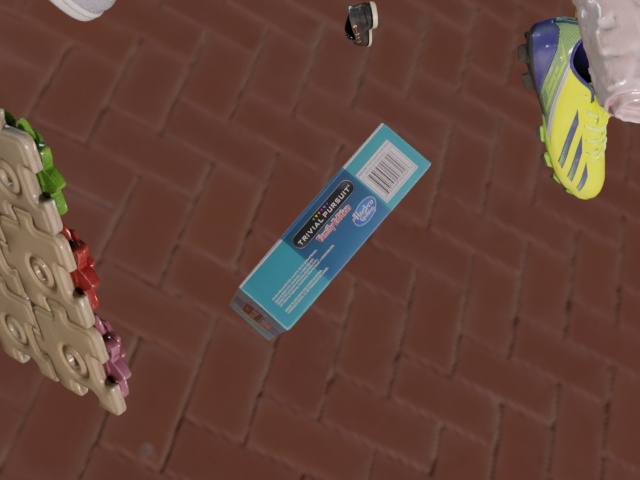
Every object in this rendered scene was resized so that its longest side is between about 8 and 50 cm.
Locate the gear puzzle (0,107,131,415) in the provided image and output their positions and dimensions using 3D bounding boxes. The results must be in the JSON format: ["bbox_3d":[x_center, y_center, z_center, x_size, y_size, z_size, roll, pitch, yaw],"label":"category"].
[{"bbox_3d":[-0.224,-0.038,0.993,0.175,0.339,0.044,19,43,42],"label":"gear puzzle"}]

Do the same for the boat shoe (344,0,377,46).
[{"bbox_3d":[0.053,-0.298,1.905,0.042,0.133,0.049,-11,84,-3],"label":"boat shoe"}]

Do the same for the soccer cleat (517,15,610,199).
[{"bbox_3d":[0.357,-0.174,1.876,0.289,0.121,0.093,67,32,-32],"label":"soccer cleat"}]

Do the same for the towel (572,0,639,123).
[{"bbox_3d":[0.293,-0.222,0.987,0.317,0.053,0.332,5,63,-27],"label":"towel"}]

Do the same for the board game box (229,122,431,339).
[{"bbox_3d":[0.000,0.000,1.712,0.079,0.336,0.254,41,81,-1],"label":"board game box"}]

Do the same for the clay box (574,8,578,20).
[{"bbox_3d":[0.349,-0.198,1.186,0.222,0.053,0.127,-12,41,-13],"label":"clay box"}]

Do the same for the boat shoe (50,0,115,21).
[{"bbox_3d":[-0.234,-0.334,1.230,0.103,0.320,0.118,-7,44,11],"label":"boat shoe"}]
